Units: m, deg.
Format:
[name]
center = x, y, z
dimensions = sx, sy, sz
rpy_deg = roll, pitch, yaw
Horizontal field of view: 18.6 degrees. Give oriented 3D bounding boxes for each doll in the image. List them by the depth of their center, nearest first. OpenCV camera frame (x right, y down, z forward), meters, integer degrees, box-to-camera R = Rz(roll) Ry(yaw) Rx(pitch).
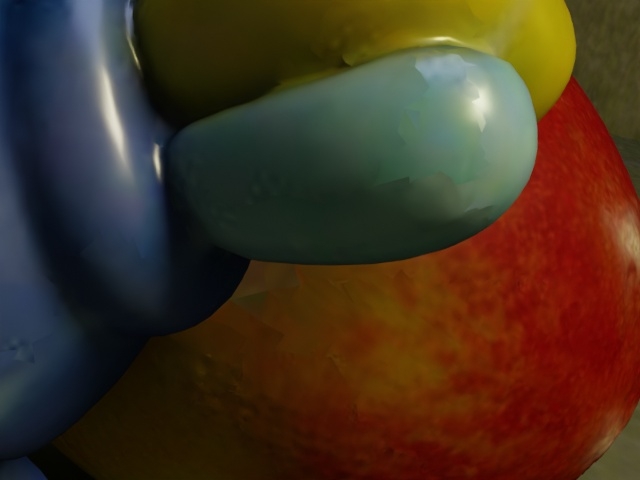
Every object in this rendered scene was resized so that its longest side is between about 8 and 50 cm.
[doll]
center = -0.140, -0.055, 0.450
dimensions = 0.187, 0.376, 0.365
rpy_deg = 14, 28, -46

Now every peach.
[peach]
center = 0.000, 0.000, 0.567
dimensions = 0.192, 0.190, 0.190
rpy_deg = 23, 2, -43
